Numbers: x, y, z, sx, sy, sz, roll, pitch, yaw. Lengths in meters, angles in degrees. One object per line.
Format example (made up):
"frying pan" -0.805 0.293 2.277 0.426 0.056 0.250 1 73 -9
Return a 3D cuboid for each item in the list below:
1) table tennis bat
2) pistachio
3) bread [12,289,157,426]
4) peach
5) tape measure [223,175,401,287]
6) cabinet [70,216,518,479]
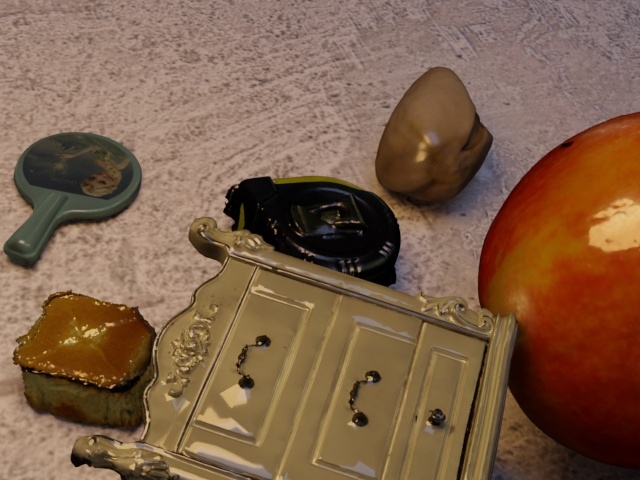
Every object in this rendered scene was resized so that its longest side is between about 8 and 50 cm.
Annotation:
"table tennis bat" -0.303 -0.055 1.230 0.149 0.038 0.237 20 42 4
"pistachio" 0.149 -0.138 1.365 0.153 0.138 0.238 -6 36 29
"bread" -0.231 0.117 1.056 0.140 0.069 0.128 12 44 1
"peach" 0.351 0.040 1.054 0.388 0.388 0.388 8 45 -8
"tape measure" 0.000 0.000 1.207 0.186 0.112 0.199 -6 50 -23
"cabinet" -0.020 0.182 0.939 0.317 0.228 0.290 19 46 4
